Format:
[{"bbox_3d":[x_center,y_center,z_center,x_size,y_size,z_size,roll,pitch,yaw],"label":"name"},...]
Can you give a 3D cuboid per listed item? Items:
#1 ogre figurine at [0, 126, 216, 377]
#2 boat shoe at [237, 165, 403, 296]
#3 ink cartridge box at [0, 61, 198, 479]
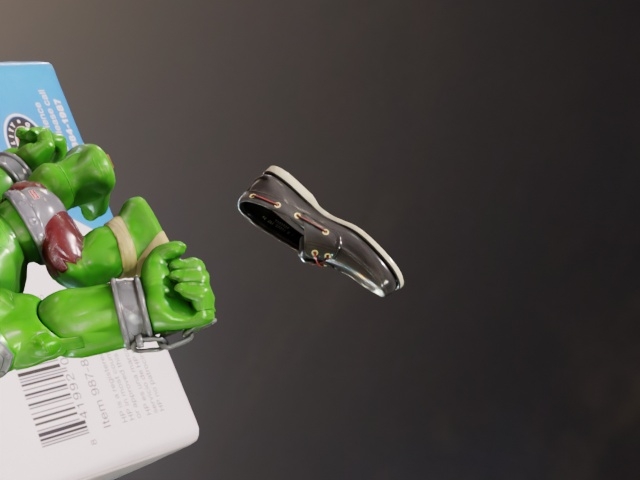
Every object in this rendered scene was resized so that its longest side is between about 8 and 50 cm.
[{"bbox_3d":[-0.142,0.006,0.736,0.197,0.118,0.097,53,-26,31],"label":"ogre figurine"},{"bbox_3d":[0.000,0.001,1.102,0.042,0.133,0.049,-47,166,-26],"label":"boat shoe"},{"bbox_3d":[-0.298,0.054,0.922,0.166,0.395,0.285,-28,-100,34],"label":"ink cartridge box"}]
